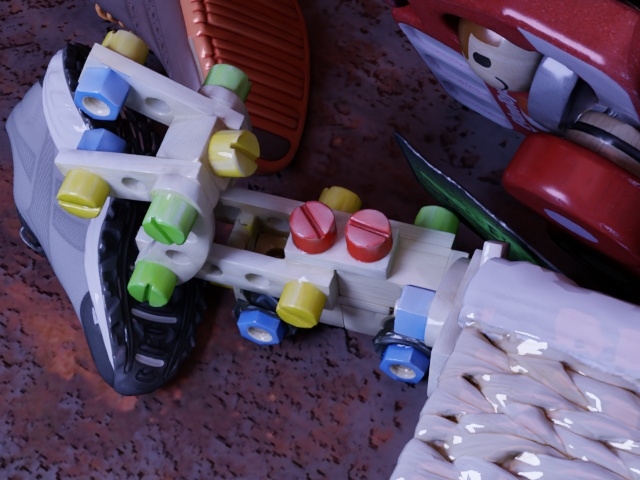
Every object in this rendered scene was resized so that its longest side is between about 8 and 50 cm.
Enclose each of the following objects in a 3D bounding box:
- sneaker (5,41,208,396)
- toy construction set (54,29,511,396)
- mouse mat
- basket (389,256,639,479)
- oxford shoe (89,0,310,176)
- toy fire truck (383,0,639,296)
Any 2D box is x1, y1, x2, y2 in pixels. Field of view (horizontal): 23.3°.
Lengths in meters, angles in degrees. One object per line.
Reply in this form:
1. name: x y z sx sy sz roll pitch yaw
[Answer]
1. sneaker: -0.160 -0.007 1.104 0.108 0.100 0.271 -35 57 28
2. toy construction set: 0.000 0.000 0.971 0.328 0.215 0.151 26 64 20
3. mouse mat: 0.122 0.008 0.965 0.190 0.152 0.007 41 89 15
4. basket: 0.186 0.232 0.718 0.331 0.328 0.266 19 66 22
5. oxford shoe: -0.108 -0.188 1.212 0.133 0.130 0.363 -33 56 29
6. toy fire truck: 0.146 -0.101 0.976 0.254 0.302 0.169 30 88 24
